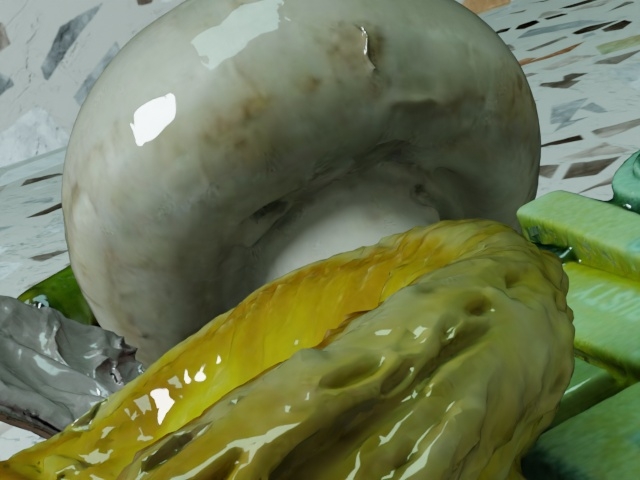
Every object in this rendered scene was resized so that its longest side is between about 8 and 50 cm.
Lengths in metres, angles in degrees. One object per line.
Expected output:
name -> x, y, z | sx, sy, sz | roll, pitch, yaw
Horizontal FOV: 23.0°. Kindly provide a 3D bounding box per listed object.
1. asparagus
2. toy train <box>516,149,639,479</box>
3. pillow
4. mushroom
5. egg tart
asparagus -> -0.182, 0.029, 1.408 | 0.067, 0.060, 0.278 | -32, 3, 33
toy train -> 0.167, 0.063, 0.638 | 0.253, 0.160, 0.397 | -26, 15, -11
pillow -> -0.104, 0.083, 0.802 | 0.248, 0.049, 0.135 | 23, 12, -9
mushroom -> 0.000, 0.000, 0.913 | 0.298, 0.297, 0.290 | -18, 47, -6
egg tart -> -0.036, 0.109, 0.490 | 0.319, 0.128, 0.319 | -30, 4, 3
